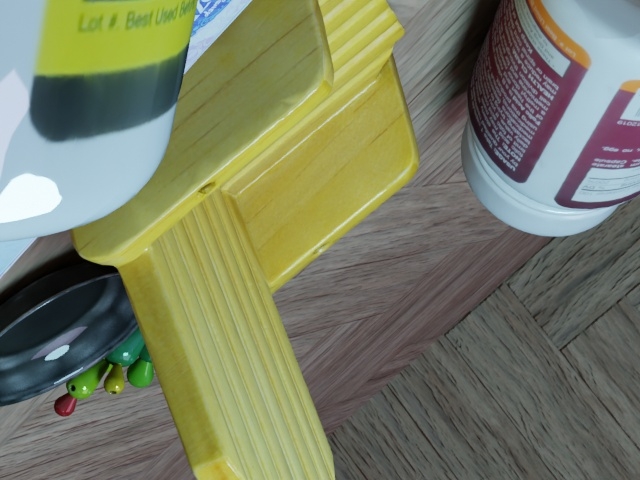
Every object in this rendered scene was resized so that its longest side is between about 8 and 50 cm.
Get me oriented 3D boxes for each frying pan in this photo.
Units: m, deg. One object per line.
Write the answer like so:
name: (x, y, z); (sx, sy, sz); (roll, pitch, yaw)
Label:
frying pan: (-0.184, 0.049, 1.280); (0.326, 0.053, 0.197); (-32, 161, -14)

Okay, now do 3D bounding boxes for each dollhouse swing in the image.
dollhouse swing: (0.000, 0.000, 1.093); (0.315, 0.305, 0.347); (-39, 164, 6)

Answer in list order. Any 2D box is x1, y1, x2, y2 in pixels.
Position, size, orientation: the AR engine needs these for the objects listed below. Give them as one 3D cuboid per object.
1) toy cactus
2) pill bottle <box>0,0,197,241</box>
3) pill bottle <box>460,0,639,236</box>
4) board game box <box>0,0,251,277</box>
toy cactus: (-0.164, 0.100, 1.436); (0.219, 0.112, 0.180); (-13, 143, -38)
pill bottle: (-0.099, -0.182, 0.321); (0.188, 0.188, 0.334); (-15, 124, -55)
pill bottle: (0.265, -0.166, 1.350); (0.224, 0.224, 0.392); (-32, 164, -19)
board game box: (-0.200, -0.070, 0.646); (0.319, 0.066, 0.318); (-42, 163, 30)
